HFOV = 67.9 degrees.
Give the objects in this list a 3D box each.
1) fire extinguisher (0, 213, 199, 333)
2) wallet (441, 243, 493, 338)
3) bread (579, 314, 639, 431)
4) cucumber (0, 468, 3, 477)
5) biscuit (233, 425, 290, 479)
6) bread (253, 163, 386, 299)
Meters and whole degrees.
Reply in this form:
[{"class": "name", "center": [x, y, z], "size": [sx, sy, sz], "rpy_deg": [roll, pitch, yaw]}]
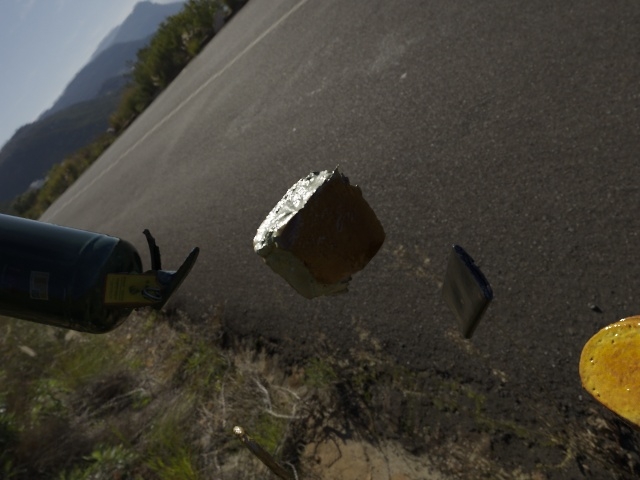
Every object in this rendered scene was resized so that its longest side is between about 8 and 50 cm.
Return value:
[{"class": "fire extinguisher", "center": [-0.274, 0.022, 0.452], "size": [0.095, 0.311, 0.115], "rpy_deg": [-65, -13, -81]}, {"class": "wallet", "center": [0.393, 0.144, 1.291], "size": [0.044, 0.321, 0.170], "rpy_deg": [-21, 61, -5]}, {"class": "bread", "center": [0.808, 0.330, 1.168], "size": [0.312, 0.172, 0.312], "rpy_deg": [-28, 55, 48]}, {"class": "cucumber", "center": [-0.356, 0.263, 0.365], "size": [0.245, 0.067, 0.067], "rpy_deg": [-43, 29, 5]}, {"class": "biscuit", "center": [-0.089, 0.330, 0.732], "size": [0.071, 0.147, 0.018], "rpy_deg": [25, 63, 43]}, {"class": "bread", "center": [0.000, 0.000, 1.115], "size": [0.225, 0.279, 0.250], "rpy_deg": [8, 56, 55]}]
